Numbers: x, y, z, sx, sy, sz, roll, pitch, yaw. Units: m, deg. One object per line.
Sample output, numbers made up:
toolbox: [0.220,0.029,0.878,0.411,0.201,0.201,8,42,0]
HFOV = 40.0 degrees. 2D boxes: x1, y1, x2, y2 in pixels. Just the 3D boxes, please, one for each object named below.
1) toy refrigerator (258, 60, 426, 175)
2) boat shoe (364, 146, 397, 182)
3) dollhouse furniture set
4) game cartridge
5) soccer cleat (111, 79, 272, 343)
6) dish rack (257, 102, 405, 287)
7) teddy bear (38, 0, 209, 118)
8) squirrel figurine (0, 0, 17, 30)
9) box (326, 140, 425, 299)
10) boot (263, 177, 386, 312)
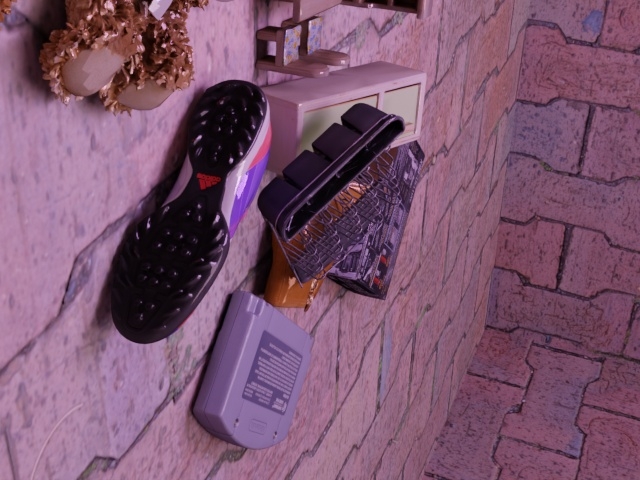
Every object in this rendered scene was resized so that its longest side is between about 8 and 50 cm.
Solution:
toy refrigerator: [0.032,-0.169,1.196,0.269,0.094,0.102,-22,125,-45]
boat shoe: [0.040,-0.177,1.380,0.104,0.089,0.285,-55,154,-9]
dollhouse furniture set: [0.039,-0.335,1.129,0.242,0.161,0.212,-45,144,-57]
game cartridge: [-0.092,0.202,1.283,0.198,0.062,0.297,-68,160,-12]
soccer cleat: [-0.126,-0.022,0.964,0.116,0.108,0.318,74,31,-62]
dish rack: [0.026,-0.042,1.151,0.208,0.074,0.271,-43,152,-12]
teddy bear: [-0.148,-0.267,0.758,0.245,0.113,0.338,-22,132,-55]
squirrel figurine: [-0.216,-0.172,0.369,0.397,0.281,0.370,-29,135,-62]
box: [0.102,-0.060,1.622,0.242,0.076,0.307,35,69,-70]
boot: [0.001,0.000,1.364,0.295,0.104,0.211,-8,115,-64]
